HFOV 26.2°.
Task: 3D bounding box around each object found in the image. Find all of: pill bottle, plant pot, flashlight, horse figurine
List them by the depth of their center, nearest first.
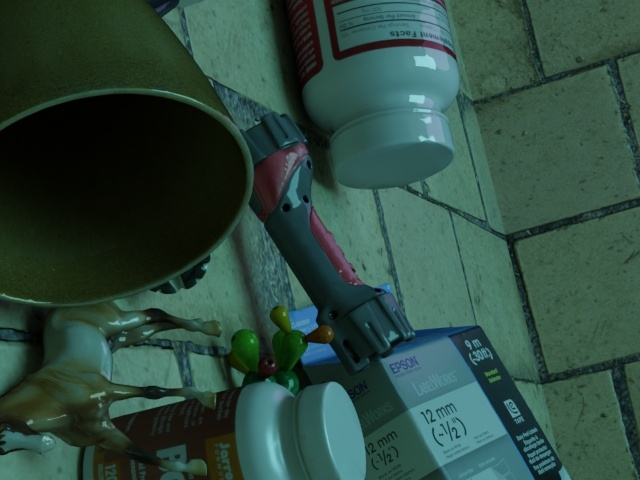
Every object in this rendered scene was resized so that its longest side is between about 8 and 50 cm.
[{"bbox_3d":[-0.202,-0.118,1.077,0.237,0.237,0.254,49,15,-53],"label":"plant pot"},{"bbox_3d":[-0.168,0.096,1.103,0.263,0.175,0.066,-88,-173,-52],"label":"horse figurine"},{"bbox_3d":[-0.078,0.186,1.143,0.121,0.216,0.121,-16,90,-72],"label":"pill bottle"},{"bbox_3d":[0.000,0.000,1.577,0.304,0.103,0.103,56,16,10],"label":"flashlight"},{"bbox_3d":[0.072,-0.293,1.972,0.229,0.229,0.407,32,46,-64],"label":"pill bottle"}]

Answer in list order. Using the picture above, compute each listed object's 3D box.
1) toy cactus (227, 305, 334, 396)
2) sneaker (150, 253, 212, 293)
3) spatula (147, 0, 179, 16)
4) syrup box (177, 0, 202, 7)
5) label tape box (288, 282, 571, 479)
[{"bbox_3d":[-0.033,0.182,1.497,0.219,0.112,0.180,62,30,-56],"label":"toy cactus"},{"bbox_3d":[-0.186,-0.082,1.288,0.118,0.107,0.279,-110,-178,-72],"label":"sneaker"},{"bbox_3d":[-0.199,-0.223,1.426,0.296,0.030,0.084,-65,134,-63],"label":"spatula"},{"bbox_3d":[-0.079,-0.360,1.566,0.096,0.237,0.093,53,28,-45],"label":"syrup box"},{"bbox_3d":[0.133,0.198,1.690,0.249,0.115,0.347,-11,69,-54],"label":"label tape box"}]
